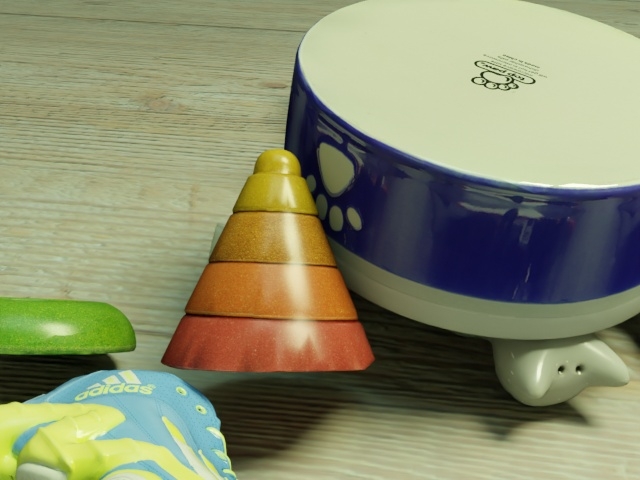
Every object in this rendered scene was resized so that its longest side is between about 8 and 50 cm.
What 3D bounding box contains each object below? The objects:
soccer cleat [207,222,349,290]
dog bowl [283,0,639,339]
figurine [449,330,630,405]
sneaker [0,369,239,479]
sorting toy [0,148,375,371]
[{"bbox_3d":[0.000,0.000,0.678,0.068,0.076,0.196,24,32,39],"label":"soccer cleat"},{"bbox_3d":[0.108,-0.062,0.592,0.265,0.104,0.265,4,36,-3],"label":"dog bowl"},{"bbox_3d":[0.166,0.032,0.623,0.215,0.092,0.209,-10,31,-23],"label":"figurine"},{"bbox_3d":[-0.065,0.109,0.417,0.240,0.091,0.126,16,27,30],"label":"sneaker"},{"bbox_3d":[-0.147,0.006,0.544,0.365,0.126,0.127,2,-3,12],"label":"sorting toy"}]
